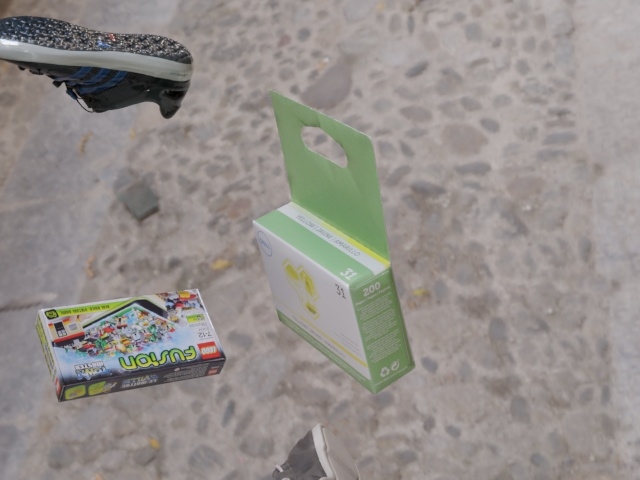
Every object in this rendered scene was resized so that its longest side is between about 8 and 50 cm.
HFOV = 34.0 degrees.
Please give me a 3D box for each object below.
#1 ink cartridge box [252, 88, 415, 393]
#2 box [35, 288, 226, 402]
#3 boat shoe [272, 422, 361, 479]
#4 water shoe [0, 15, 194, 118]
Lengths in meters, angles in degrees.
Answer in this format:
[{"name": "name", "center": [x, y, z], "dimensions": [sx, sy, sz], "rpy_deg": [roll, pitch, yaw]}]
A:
[{"name": "ink cartridge box", "center": [0.000, 0.000, 0.932], "dimensions": [0.056, 0.235, 0.171], "rpy_deg": [-28, 34, -22]}, {"name": "box", "center": [-0.230, 0.124, 1.275], "dimensions": [0.207, 0.036, 0.114], "rpy_deg": [-7, 53, -30]}, {"name": "boat shoe", "center": [-0.001, 0.318, 1.218], "dimensions": [0.095, 0.112, 0.335], "rpy_deg": [-43, 9, 4]}, {"name": "water shoe", "center": [-0.221, -0.156, 0.991], "dimensions": [0.203, 0.080, 0.073], "rpy_deg": [5, 33, -22]}]
